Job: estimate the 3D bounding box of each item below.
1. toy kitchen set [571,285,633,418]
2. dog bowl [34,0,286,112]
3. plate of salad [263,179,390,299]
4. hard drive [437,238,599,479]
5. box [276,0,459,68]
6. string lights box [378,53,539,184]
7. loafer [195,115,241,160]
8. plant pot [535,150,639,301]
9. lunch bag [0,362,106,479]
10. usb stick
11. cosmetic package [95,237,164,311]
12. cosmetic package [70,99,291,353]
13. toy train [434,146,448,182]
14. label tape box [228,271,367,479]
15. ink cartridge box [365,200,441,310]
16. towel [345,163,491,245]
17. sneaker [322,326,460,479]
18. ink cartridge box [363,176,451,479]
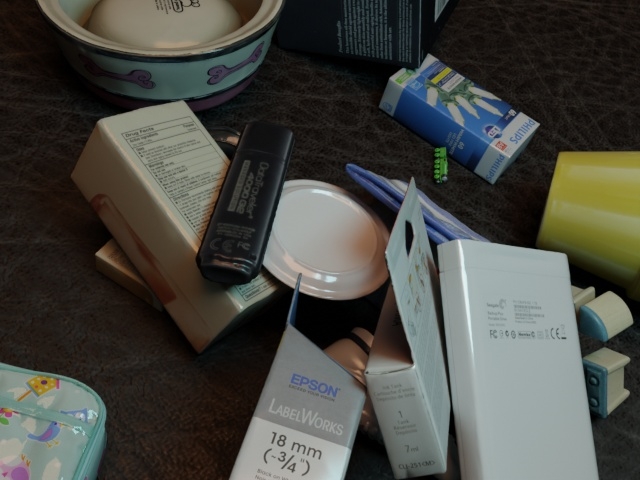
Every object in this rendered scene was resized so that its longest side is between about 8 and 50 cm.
[{"bbox_3d":[0.328,0.149,1.013,0.122,0.166,0.207,-21,24,-29],"label":"toy kitchen set"},{"bbox_3d":[-0.266,-0.383,1.187,0.407,0.150,0.408,4,51,-5],"label":"dog bowl"},{"bbox_3d":[0.000,0.000,0.896,0.199,0.048,0.200,11,47,-12],"label":"plate of salad"},{"bbox_3d":[0.246,0.184,0.835,0.233,0.047,0.353,7,73,-39],"label":"hard drive"},{"bbox_3d":[0.099,-0.497,1.330,0.294,0.183,0.296,15,49,20],"label":"box"},{"bbox_3d":[0.254,-0.230,1.273,0.259,0.077,0.133,36,52,14],"label":"string lights box"},{"bbox_3d":[-0.178,-0.152,1.115,0.170,0.062,0.061,19,59,12],"label":"loafer"},{"bbox_3d":[0.479,-0.038,1.093,0.238,0.254,0.254,14,49,15],"label":"plant pot"},{"bbox_3d":[-0.382,0.228,0.730,0.279,0.108,0.224,16,51,-3],"label":"lunch bag"},{"bbox_3d":[-0.088,-0.057,0.861,0.077,0.045,0.278,11,45,-1],"label":"usb stick"},{"bbox_3d":[-0.247,0.041,0.953,0.115,0.041,0.060,32,51,10],"label":"cosmetic package"},{"bbox_3d":[-0.171,-0.023,0.907,0.153,0.129,0.296,-27,78,-48],"label":"cosmetic package"},{"bbox_3d":[0.215,-0.134,1.223,0.023,0.017,0.083,-6,49,17],"label":"toy train"},{"bbox_3d":[-0.028,0.241,0.725,0.105,0.241,0.334,16,51,5],"label":"label tape box"},{"bbox_3d":[0.117,0.043,0.993,0.175,0.127,0.072,40,53,16],"label":"ink cartridge box"},{"bbox_3d":[0.156,-0.041,1.018,0.209,0.034,0.285,38,11,16],"label":"towel"},{"bbox_3d":[0.085,0.225,0.885,0.094,0.090,0.235,-34,63,-20],"label":"sneaker"},{"bbox_3d":[0.094,0.080,0.769,0.060,0.239,0.275,-13,16,17],"label":"ink cartridge box"}]
